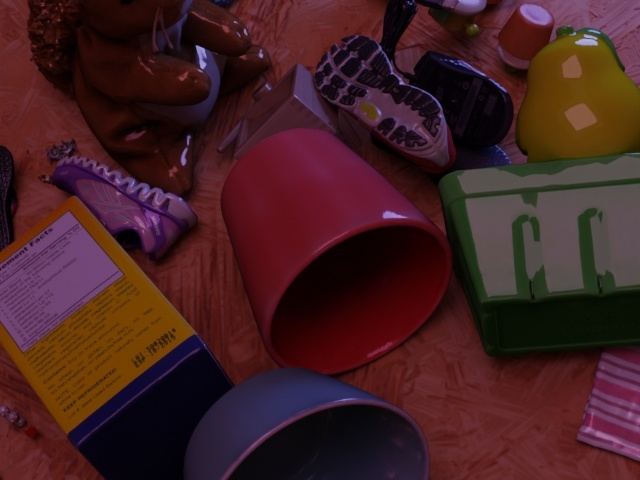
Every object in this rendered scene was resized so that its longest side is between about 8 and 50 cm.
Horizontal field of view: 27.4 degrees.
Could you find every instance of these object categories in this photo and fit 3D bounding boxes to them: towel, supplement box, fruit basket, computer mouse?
[{"bbox_3d":[0.418,0.185,1.664,0.144,0.029,0.197,15,66,18],"label":"towel"},{"bbox_3d":[-0.274,0.142,1.684,0.194,0.195,0.356,-38,49,-10],"label":"supplement box"},{"bbox_3d":[0.335,-0.065,1.667,0.392,0.283,0.392,-5,60,8],"label":"fruit basket"},{"bbox_3d":[0.185,-0.247,1.844,0.262,0.060,0.184,26,108,35],"label":"computer mouse"}]

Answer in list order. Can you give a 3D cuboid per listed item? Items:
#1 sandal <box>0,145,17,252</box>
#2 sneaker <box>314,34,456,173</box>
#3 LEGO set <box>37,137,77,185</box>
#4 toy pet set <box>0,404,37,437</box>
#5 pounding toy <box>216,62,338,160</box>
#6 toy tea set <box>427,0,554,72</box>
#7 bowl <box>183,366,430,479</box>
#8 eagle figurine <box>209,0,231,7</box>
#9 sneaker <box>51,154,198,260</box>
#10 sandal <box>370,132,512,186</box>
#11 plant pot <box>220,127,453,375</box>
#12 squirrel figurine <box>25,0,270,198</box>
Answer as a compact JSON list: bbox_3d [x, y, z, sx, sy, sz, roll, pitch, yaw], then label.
[{"bbox_3d":[-0.484,-0.053,1.962,0.067,0.040,0.179,-8,76,13],"label":"sandal"},{"bbox_3d":[0.089,-0.181,1.824,0.107,0.118,0.279,-39,50,1],"label":"sneaker"},{"bbox_3d":[-0.398,-0.125,1.985,0.054,0.023,0.083,5,64,13],"label":"LEGO set"},{"bbox_3d":[-0.467,0.268,1.786,0.114,0.065,0.122,43,78,-9],"label":"toy pet set"},{"bbox_3d":[-0.060,-0.159,1.892,0.181,0.094,0.206,-43,19,22],"label":"pounding toy"},{"bbox_3d":[0.201,-0.364,1.970,0.200,0.124,0.336,-11,53,-29],"label":"toy tea set"},{"bbox_3d":[-0.041,0.277,1.578,0.311,0.312,0.163,-36,41,-9],"label":"bowl"},{"bbox_3d":[-0.191,-0.534,2.097,0.298,0.225,0.226,-64,22,9],"label":"eagle figurine"},{"bbox_3d":[-0.298,-0.042,1.889,0.236,0.095,0.105,23,77,20],"label":"sneaker"},{"bbox_3d":[0.179,-0.116,1.862,0.097,0.054,0.254,-39,53,-18],"label":"sandal"},{"bbox_3d":[0.000,0.000,1.724,0.275,0.275,0.243,-29,52,-5],"label":"plant pot"},{"bbox_3d":[-0.299,-0.318,1.869,0.397,0.370,0.281,29,71,24],"label":"squirrel figurine"}]
